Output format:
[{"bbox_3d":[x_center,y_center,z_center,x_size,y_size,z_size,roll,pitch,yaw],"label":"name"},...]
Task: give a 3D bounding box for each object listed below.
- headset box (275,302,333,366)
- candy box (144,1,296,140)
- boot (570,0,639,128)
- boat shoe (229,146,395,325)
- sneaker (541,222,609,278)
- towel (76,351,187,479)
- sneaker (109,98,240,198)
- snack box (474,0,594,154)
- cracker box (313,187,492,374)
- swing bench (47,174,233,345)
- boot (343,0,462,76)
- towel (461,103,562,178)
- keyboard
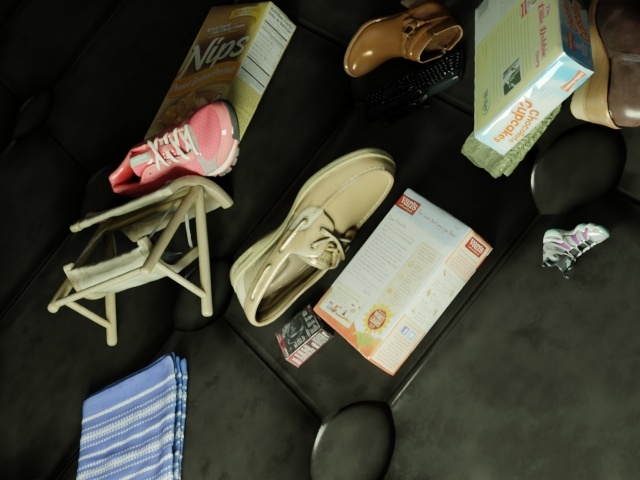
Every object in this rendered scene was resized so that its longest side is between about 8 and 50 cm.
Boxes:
[{"bbox_3d":[-0.028,0.147,1.765,0.083,0.032,0.062,-43,39,12],"label":"headset box"},{"bbox_3d":[-0.192,-0.302,2.224,0.183,0.087,0.316,7,67,45],"label":"candy box"},{"bbox_3d":[0.458,-0.264,1.565,0.207,0.090,0.248,5,73,46],"label":"boot"},{"bbox_3d":[0.000,0.000,1.793,0.341,0.122,0.110,-46,43,23],"label":"boat shoe"},{"bbox_3d":[0.331,0.017,1.514,0.098,0.038,0.069,-14,53,49],"label":"sneaker"},{"bbox_3d":[-0.318,0.361,1.879,0.243,0.040,0.335,-27,45,28],"label":"towel"},{"bbox_3d":[-0.259,-0.144,2.040,0.314,0.136,0.115,-33,72,44],"label":"sneaker"},{"bbox_3d":[0.302,-0.294,1.679,0.187,0.060,0.321,-45,25,40],"label":"snack box"},{"bbox_3d":[0.116,0.056,1.667,0.232,0.067,0.156,-52,40,1],"label":"cracker box"},{"bbox_3d":[-0.314,0.018,2.038,0.253,0.165,0.254,-20,48,34],"label":"swing bench"},{"bbox_3d":[0.135,-0.324,1.932,0.197,0.073,0.152,-44,39,9],"label":"boot"},{"bbox_3d":[0.279,-0.166,1.709,0.148,0.027,0.110,-50,40,3],"label":"towel"},{"bbox_3d":[0.147,-0.253,1.897,0.192,0.038,0.100,-23,47,32],"label":"keyboard"}]
